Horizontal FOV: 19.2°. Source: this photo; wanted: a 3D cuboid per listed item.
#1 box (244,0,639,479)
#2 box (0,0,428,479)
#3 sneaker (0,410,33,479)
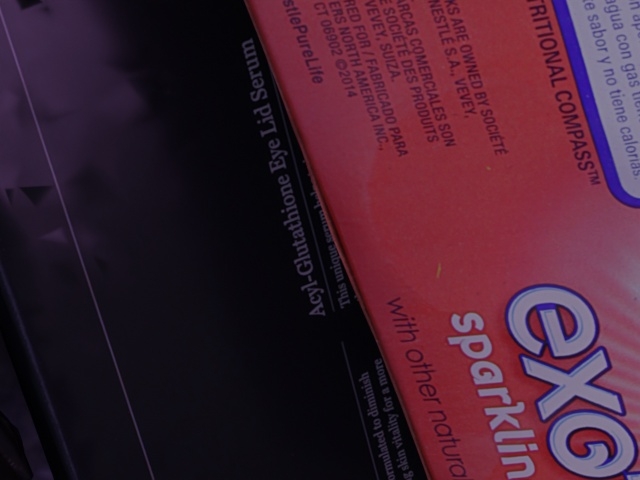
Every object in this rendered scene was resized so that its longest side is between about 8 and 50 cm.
[{"bbox_3d":[0.099,-0.018,0.388,0.154,0.142,0.300,-9,120,24],"label":"box"},{"bbox_3d":[0.000,0.000,0.527,0.184,0.103,0.261,-22,117,-14],"label":"box"},{"bbox_3d":[-0.216,0.154,0.489,0.343,0.146,0.134,-37,119,-3],"label":"sneaker"}]
